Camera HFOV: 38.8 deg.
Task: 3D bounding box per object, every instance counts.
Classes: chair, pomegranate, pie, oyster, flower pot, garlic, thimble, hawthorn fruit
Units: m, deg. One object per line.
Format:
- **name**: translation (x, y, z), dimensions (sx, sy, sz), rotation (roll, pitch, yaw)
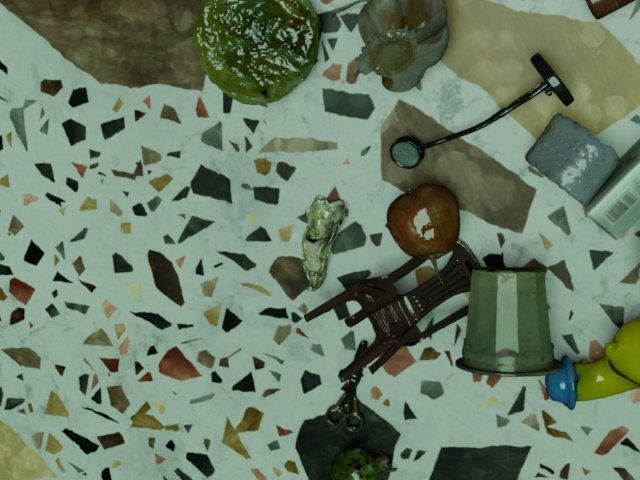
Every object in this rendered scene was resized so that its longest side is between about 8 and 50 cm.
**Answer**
- **chair**: translation (0.163, 0.135, 1.880), dimensions (0.326, 0.183, 0.175), rotation (-31, 97, -24)
- **pomegranate**: translation (0.095, 0.511, 2.017), dimensions (0.162, 0.122, 0.122), rotation (-13, 105, -21)
- **pie**: translation (-0.133, -0.407, 1.818), dimensions (0.277, 0.078, 0.277), rotation (4, 105, 15)
- **oyster**: translation (-0.001, -0.001, 1.924), dimensions (0.106, 0.061, 0.199), rotation (37, 110, 21)
- **flower pot**: translation (0.374, 0.154, 1.802), dimensions (0.212, 0.212, 0.202), rotation (1, 91, 14)
- **garlic**: translation (0.106, -0.385, 1.702), dimensions (0.257, 0.207, 0.207), rotation (16, 109, 18)
- **thimble**: translation (0.470, -0.153, 1.694), dimensions (0.151, 0.127, 0.118), rotation (45, 106, 31)
- **hawthorn fruit**: translation (0.205, -0.021, 1.804), dimensions (0.149, 0.149, 0.189), rotation (1, 101, 15)

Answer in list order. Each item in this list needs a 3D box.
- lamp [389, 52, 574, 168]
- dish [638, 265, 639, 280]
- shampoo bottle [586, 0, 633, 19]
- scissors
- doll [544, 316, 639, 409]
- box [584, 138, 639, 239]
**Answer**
- **lamp**: translation (0.313, -0.239, 1.771), dimensions (0.371, 0.108, 0.130), rotation (-30, 109, 35)
- **dish**: translation (0.712, 0.021, 1.721), dimensions (0.230, 0.081, 0.229), rotation (4, 109, 11)
- **shampoo bottle**: translation (0.584, -0.481, 1.605), dimensions (0.244, 0.085, 0.085), rotation (-24, 99, 21)
- **scissors**: translation (0.072, 0.319, 2.007), dimensions (0.088, 0.017, 0.220), rotation (17, 109, 13)
- **doll**: translation (0.606, 0.246, 1.783), dimensions (0.199, 0.145, 0.363), rotation (32, 131, -32)
- **box**: translation (0.606, -0.133, 1.675), dimensions (0.079, 0.135, 0.269), rotation (40, 112, -2)
